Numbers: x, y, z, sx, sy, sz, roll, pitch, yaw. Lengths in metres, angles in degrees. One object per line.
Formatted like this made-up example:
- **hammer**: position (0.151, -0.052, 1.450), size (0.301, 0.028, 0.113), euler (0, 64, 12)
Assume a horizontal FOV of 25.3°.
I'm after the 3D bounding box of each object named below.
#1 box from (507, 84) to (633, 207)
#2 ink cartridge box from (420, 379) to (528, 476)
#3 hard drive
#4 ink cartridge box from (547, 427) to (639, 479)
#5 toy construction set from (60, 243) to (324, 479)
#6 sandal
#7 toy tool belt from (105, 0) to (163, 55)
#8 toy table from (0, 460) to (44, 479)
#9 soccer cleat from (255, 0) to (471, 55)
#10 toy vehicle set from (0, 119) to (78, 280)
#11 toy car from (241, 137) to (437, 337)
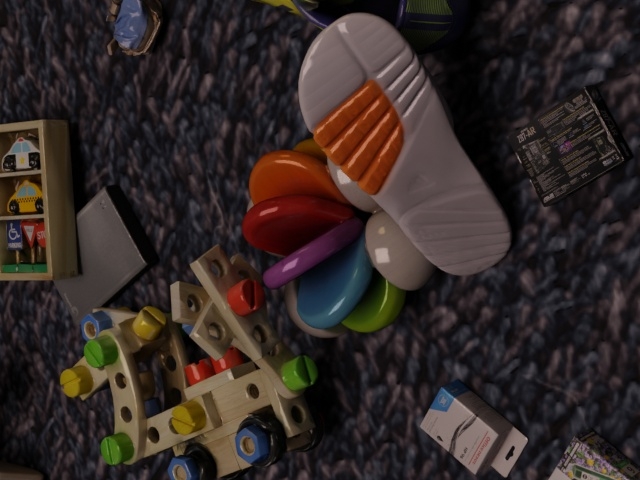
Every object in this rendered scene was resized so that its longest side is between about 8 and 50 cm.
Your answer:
- **box**: position (0.198, -0.074, 1.138), size (0.083, 0.018, 0.067), euler (-34, 78, 38)
- **ink cartridge box**: position (0.132, 0.166, 1.234), size (0.083, 0.028, 0.048), euler (39, 121, 25)
- **hard drive**: position (-0.234, 0.017, 1.495), size (0.135, 0.022, 0.094), euler (-39, 75, 37)
- **ink cartridge box**: position (0.242, 0.213, 1.156), size (0.115, 0.029, 0.063), euler (39, 120, 26)
- **toy construction set**: position (-0.114, 0.122, 1.344), size (0.327, 0.151, 0.215), euler (-32, 77, 54)
- **sandal**: position (0.065, -0.078, 1.155), size (0.102, 0.076, 0.265), euler (-29, 123, 10)
- **toy tool belt**: position (-0.181, -0.220, 1.384), size (0.052, 0.051, 0.083), euler (29, 116, 30)
- **toy table**: position (-0.454, 0.240, 1.589), size (0.161, 0.252, 0.274), euler (13, 101, 47)
- **soccer cleat**: position (-0.009, -0.227, 1.201), size (0.289, 0.121, 0.093), euler (24, 113, 32)
- **toy vehicle set**: position (-0.367, -0.039, 1.560), size (0.266, 0.035, 0.166), euler (-2, 93, 42)
- **toy car**: position (0.000, 0.000, 1.233), size (0.159, 0.136, 0.182), euler (-32, 79, 38)
